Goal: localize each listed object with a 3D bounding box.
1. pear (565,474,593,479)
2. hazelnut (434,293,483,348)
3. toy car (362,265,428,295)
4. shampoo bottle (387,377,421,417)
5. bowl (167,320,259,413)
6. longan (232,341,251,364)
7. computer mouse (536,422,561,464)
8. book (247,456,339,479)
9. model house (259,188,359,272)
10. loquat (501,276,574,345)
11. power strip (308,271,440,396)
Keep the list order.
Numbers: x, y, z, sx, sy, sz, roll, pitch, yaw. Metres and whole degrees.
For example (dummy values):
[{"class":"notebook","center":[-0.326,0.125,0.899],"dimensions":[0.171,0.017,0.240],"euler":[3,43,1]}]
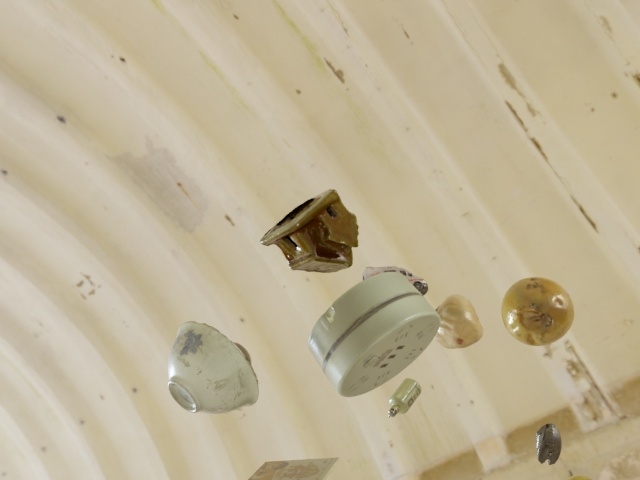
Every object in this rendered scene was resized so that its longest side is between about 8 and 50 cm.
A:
[{"class":"pear","center":[0.964,0.947,1.916],"dimensions":[0.162,0.149,0.149],"euler":[-20,-26,-27]},{"class":"hazelnut","center":[0.656,0.391,2.457],"dimensions":[0.241,0.261,0.261],"euler":[24,-46,-15]},{"class":"toy car","center":[0.239,0.138,1.682],"dimensions":[0.209,0.108,0.089],"euler":[-3,-35,-4]},{"class":"shampoo bottle","center":[0.300,0.582,1.904],"dimensions":[0.162,0.079,0.079],"euler":[-38,-14,-39]},{"class":"bowl","center":[-0.339,0.393,1.467],"dimensions":[0.146,0.313,0.313],"euler":[-40,-11,-43]},{"class":"longan","center":[-0.383,0.523,2.155],"dimensions":[0.196,0.196,0.220],"euler":[16,-78,-51]},{"class":"computer mouse","center":[0.750,0.668,1.703],"dimensions":[0.079,0.135,0.047],"euler":[13,-9,3]},{"class":"book","center":[-0.103,0.798,1.777],"dimensions":[0.295,0.020,0.208],"euler":[-13,-3,19]},{"class":"model house","center":[0.004,0.001,1.518],"dimensions":[0.268,0.239,0.173],"euler":[-22,22,48]},{"class":"loquat","center":[0.722,0.234,1.738],"dimensions":[0.244,0.244,0.244],"euler":[-18,-28,-10]},{"class":"power strip","center":[0.153,0.255,1.393],"dimensions":[0.357,0.161,0.357],"euler":[-27,-34,-20]}]
